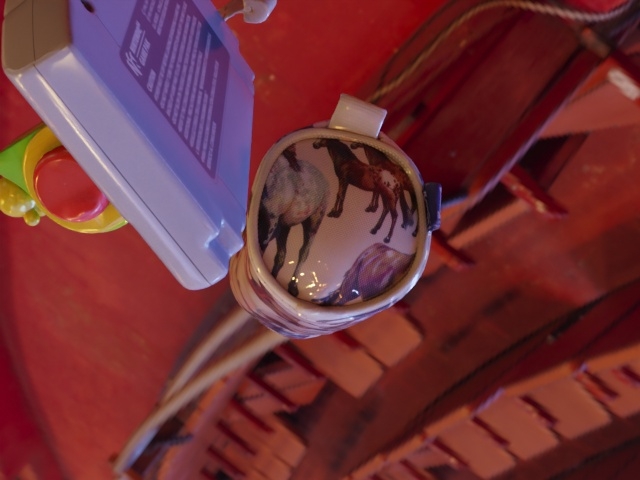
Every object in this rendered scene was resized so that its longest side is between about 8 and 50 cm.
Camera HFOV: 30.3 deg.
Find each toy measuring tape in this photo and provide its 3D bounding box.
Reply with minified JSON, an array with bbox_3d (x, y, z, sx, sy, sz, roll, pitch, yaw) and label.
[{"bbox_3d":[-0.150,-0.091,1.018,0.330,0.121,0.121,-27,119,24],"label":"toy measuring tape"}]

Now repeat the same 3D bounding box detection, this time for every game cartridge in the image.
[{"bbox_3d":[-0.118,-0.120,0.781,0.062,0.297,0.198,-32,117,17],"label":"game cartridge"}]

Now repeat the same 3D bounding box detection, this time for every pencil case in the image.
[{"bbox_3d":[0.000,0.000,1.139,0.160,0.183,0.410,27,171,-2],"label":"pencil case"}]
